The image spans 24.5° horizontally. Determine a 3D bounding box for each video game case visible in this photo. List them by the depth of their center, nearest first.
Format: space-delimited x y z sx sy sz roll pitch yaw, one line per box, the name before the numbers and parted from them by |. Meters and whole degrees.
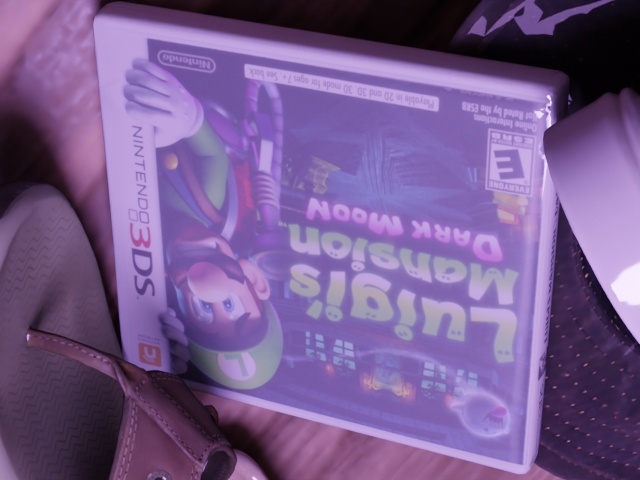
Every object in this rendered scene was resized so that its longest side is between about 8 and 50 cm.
video game case | 0.000 0.000 0.594 0.190 0.022 0.173 12 123 20

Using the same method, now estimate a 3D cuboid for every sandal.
sandal | -0.071 0.110 0.613 0.086 0.120 0.303 -10 114 20

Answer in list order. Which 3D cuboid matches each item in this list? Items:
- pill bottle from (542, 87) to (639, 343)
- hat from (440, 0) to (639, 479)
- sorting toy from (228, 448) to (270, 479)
pill bottle | 0.189 -0.046 0.465 0.221 0.124 0.124 -28 123 18
hat | 0.203 -0.038 0.615 0.331 0.134 0.331 3 118 5
sorting toy | -0.089 0.204 0.746 0.208 0.038 0.193 -24 122 6
